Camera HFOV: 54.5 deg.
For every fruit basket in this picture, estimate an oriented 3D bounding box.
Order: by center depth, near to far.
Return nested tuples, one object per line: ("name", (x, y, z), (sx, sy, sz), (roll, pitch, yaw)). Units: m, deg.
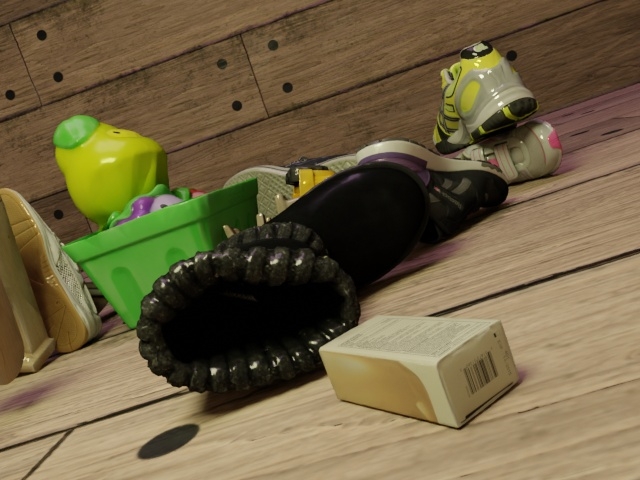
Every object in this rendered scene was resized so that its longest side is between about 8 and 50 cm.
("fruit basket", (-0.282, -0.070, 1.075), (0.283, 0.391, 0.392), (-18, 8, 11))

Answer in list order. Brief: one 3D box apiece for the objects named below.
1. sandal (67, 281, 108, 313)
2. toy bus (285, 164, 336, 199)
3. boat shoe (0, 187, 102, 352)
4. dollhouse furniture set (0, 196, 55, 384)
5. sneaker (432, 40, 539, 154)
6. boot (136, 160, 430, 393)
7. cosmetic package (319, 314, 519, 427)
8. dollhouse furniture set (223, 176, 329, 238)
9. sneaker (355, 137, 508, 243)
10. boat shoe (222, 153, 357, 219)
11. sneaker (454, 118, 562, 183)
("sandal", (-0.449, 0.127, 1.175), (0.303, 0.086, 0.120), (-6, -8, -39))
("toy bus", (0.041, -0.074, 1.201), (0.212, 0.149, 0.220), (-7, 4, -7))
("boat shoe", (-0.442, 0.046, 0.997), (0.098, 0.277, 0.096), (-26, 1, 11))
("dollhouse furniture set", (-0.519, 0.139, 0.735), (0.363, 0.256, 0.394), (-3, 26, 7))
("sneaker", (0.288, -0.258, 1.157), (0.145, 0.147, 0.385), (-23, -1, -4))
("boot", (-0.003, 0.019, 0.599), (0.348, 0.131, 0.260), (-32, 3, -13))
("cosmetic package", (0.058, 0.077, 0.392), (0.060, 0.041, 0.115), (-24, 9, -31))
("dollhouse furniture set", (0.000, 0.000, 0.919), (0.262, 0.135, 0.259), (-19, -4, 2))
("sneaker", (0.164, -0.050, 0.879), (0.283, 0.124, 0.107), (6, -17, -37))
("boat shoe", (-0.045, -0.128, 1.640), (0.501, 0.186, 0.156), (-9, 7, 31))
("sneaker", (0.319, -0.136, 1.104), (0.111, 0.102, 0.252), (-24, 0, -23))
